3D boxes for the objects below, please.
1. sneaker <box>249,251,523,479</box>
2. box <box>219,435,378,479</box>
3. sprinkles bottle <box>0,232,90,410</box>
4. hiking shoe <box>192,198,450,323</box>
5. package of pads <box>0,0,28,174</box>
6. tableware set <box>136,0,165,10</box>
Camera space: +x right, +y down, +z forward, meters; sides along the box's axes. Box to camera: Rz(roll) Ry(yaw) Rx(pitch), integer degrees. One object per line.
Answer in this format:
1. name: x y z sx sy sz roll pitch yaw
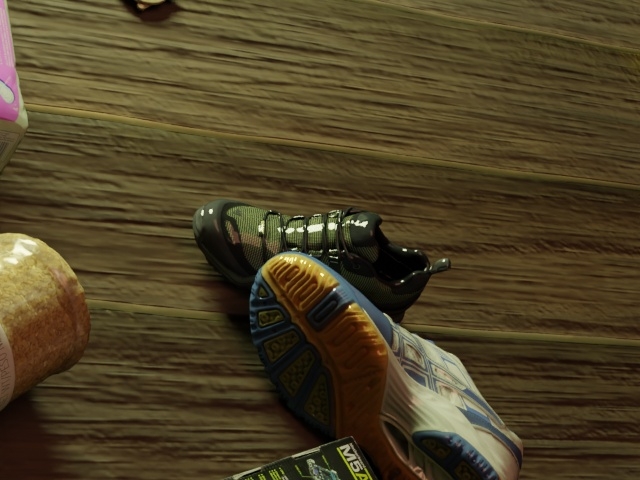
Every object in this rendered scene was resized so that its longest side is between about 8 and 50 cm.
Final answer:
1. sneaker: 0.057 0.123 1.727 0.296 0.112 0.131 50 29 -2
2. box: -0.001 0.265 1.595 0.184 0.045 0.191 -13 65 -46
3. sprinkles bottle: -0.318 0.111 1.411 0.121 0.121 0.355 49 41 6
4. hiking shoe: 0.000 0.000 1.757 0.227 0.114 0.086 20 46 -25
5. package of pads: -0.375 -0.195 1.630 0.229 0.101 0.296 9 52 -34
6. tableware set: -0.192 -0.299 1.922 0.168 0.020 0.141 41 43 -5
